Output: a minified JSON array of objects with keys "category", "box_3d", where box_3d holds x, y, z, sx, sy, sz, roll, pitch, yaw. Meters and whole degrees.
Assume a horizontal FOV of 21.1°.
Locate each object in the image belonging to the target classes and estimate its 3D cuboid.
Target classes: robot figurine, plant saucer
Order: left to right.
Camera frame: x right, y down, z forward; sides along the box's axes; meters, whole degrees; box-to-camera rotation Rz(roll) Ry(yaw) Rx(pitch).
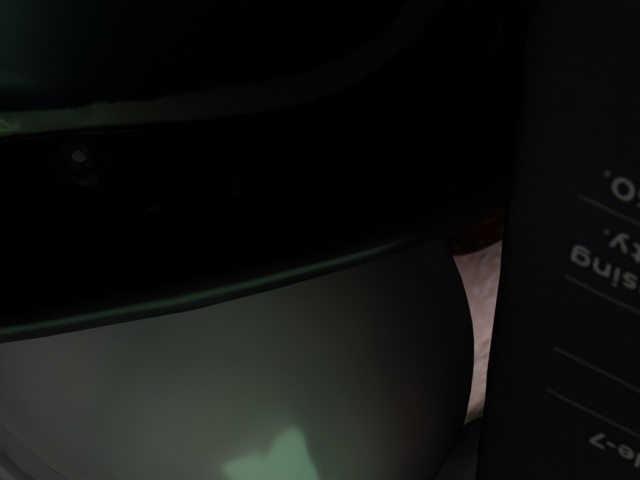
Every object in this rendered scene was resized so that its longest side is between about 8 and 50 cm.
[{"category":"robot figurine","box_3d":[-0.062,0.087,0.679,0.300,0.200,0.353,12,128,-13]},{"category":"plant saucer","box_3d":[0.084,-0.027,0.856,0.083,0.013,0.083,-25,144,-19]}]

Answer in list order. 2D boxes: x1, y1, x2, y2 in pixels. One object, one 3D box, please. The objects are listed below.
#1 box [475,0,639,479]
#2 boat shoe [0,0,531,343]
[{"category":"box","box_3d":[0.278,-0.026,0.571,0.480,0.297,0.472,-53,156,-33]},{"category":"boat shoe","box_3d":[-0.143,-0.039,0.411,0.500,0.156,0.187,-11,135,-29]}]
